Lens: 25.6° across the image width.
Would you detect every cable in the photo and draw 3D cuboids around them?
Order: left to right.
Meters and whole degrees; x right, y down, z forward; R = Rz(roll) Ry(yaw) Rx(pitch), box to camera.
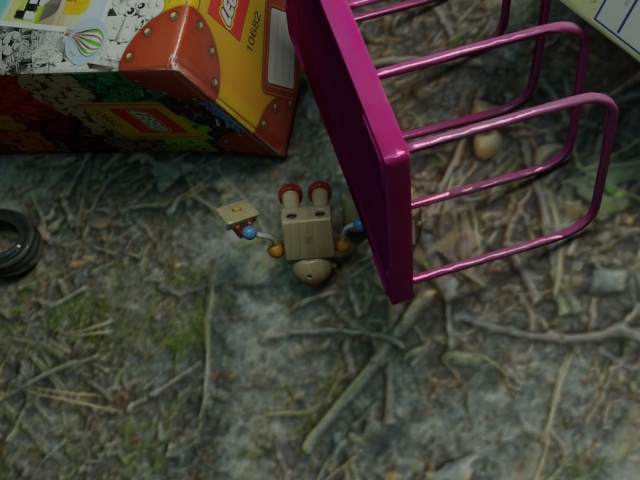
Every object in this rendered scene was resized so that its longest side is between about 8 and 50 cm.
[{"bbox_3d":[-0.398,-0.009,1.428,0.287,0.072,0.139,0,53,16],"label":"cable"}]

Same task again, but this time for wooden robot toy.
[{"bbox_3d":[0.000,0.000,1.192,0.173,0.079,0.076,-4,32,2],"label":"wooden robot toy"}]

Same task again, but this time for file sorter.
[{"bbox_3d":[0.092,-0.142,1.092,0.182,0.202,0.291,-16,59,-6],"label":"file sorter"}]

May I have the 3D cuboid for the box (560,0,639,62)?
[{"bbox_3d":[0.259,-0.242,1.008,0.243,0.117,0.213,42,49,16],"label":"box"}]

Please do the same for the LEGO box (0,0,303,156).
[{"bbox_3d":[-0.183,-0.341,1.347,0.372,0.193,0.500,1,71,29],"label":"LEGO box"}]
